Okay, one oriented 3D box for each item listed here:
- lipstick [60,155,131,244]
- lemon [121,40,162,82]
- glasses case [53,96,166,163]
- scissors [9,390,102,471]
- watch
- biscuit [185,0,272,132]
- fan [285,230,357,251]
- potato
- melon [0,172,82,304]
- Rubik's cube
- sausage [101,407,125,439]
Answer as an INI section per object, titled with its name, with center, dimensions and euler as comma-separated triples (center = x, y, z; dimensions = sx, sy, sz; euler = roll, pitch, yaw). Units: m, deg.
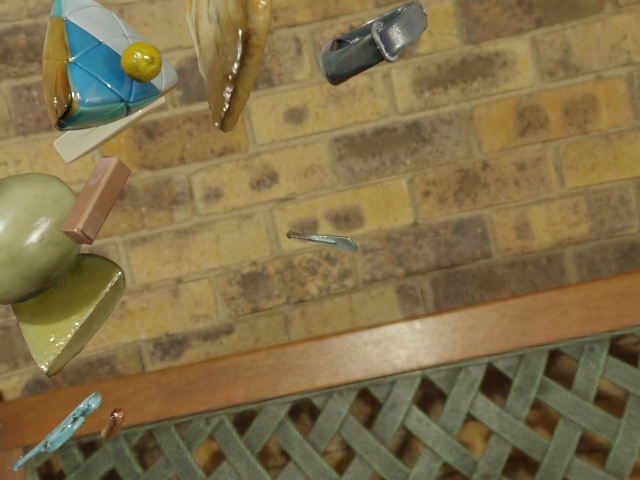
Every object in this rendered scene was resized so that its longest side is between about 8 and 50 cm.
[lipstick]
center = -0.362, -0.066, 1.225
dimensions = 0.045, 0.145, 0.045
euler = 3, -31, 34
[lemon]
center = -0.277, -0.276, 1.172
dimensions = 0.062, 0.062, 0.083
euler = -16, 11, -32
[glasses case]
center = -0.544, -0.303, 1.948
dimensions = 0.312, 0.070, 0.131
euler = -24, 13, 32
[scissors]
center = -0.662, 0.492, 1.866
dimensions = 0.393, 0.032, 0.180
euler = -38, 10, 32
[watch]
center = 0.091, -0.338, 1.283
dimensions = 0.192, 0.068, 0.206
euler = -26, 18, 16
[biscuit]
center = -0.213, -0.564, 1.804
dimensions = 0.103, 0.430, 0.446
euler = -2, -36, -25
[fan]
center = 0.000, 0.000, 2.238
dimensions = 0.282, 0.057, 0.023
euler = 7, 52, 46
[potato]
center = -0.555, 0.149, 1.738
dimensions = 0.255, 0.269, 0.112
euler = -30, -23, -9
[melon]
center = -0.638, -0.003, 1.582
dimensions = 0.308, 0.271, 0.272
euler = -51, -3, 13
[Rubik's cube]
center = -0.369, -0.258, 1.304
dimensions = 0.254, 0.255, 0.254
euler = -12, 6, 1
[sausage]
center = -0.562, 0.498, 2.043
dimensions = 0.040, 0.047, 0.177
euler = -31, -15, -40
